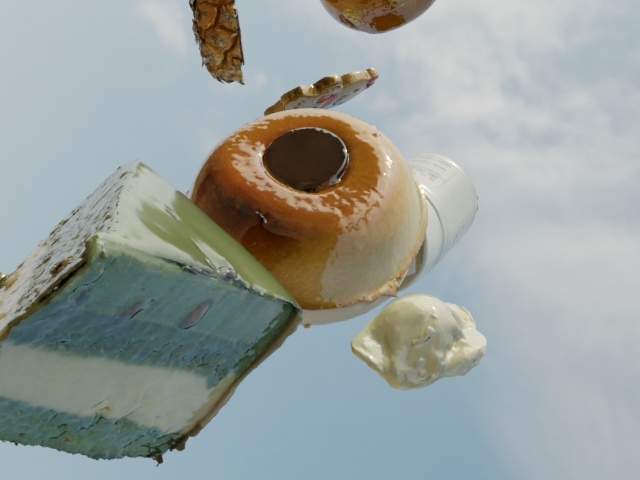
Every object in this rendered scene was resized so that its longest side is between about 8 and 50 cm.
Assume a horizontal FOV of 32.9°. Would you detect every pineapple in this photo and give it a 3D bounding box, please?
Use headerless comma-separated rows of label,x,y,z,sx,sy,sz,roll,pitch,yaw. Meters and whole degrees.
pineapple,-0.166,-0.344,1.720,0.225,0.076,0.224,170,-90,-83

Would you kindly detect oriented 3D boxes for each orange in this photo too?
orange,0.092,-0.415,1.702,0.237,0.179,0.158,-16,-121,36

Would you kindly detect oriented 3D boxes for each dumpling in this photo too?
dumpling,0.152,0.153,1.594,0.151,0.229,0.124,42,-42,31

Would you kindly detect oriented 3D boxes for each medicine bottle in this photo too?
medicine bottle,0.150,-0.035,1.919,0.190,0.332,0.189,6,-73,20

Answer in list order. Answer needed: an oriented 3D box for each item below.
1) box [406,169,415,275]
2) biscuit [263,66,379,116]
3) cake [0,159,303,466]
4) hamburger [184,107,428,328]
box,-0.001,0.000,1.283,0.067,0.233,0.149,46,-33,51
biscuit,0.006,-0.262,1.988,0.166,0.226,0.036,-33,-100,51
cake,-0.155,0.025,0.651,0.172,0.283,0.158,44,-86,20
hamburger,-0.015,-0.018,0.964,0.147,0.237,0.237,90,-23,-44
